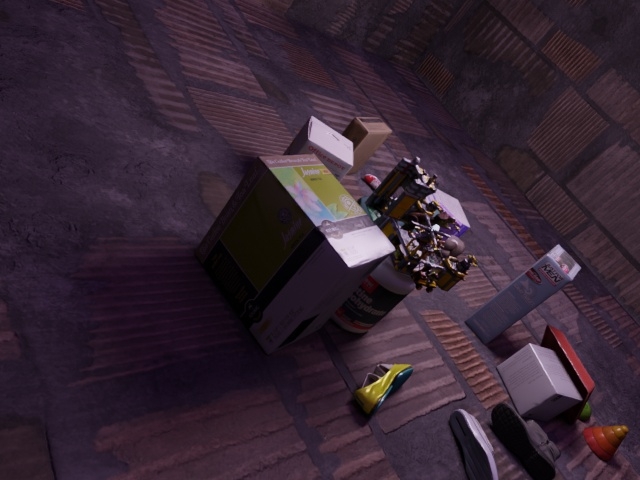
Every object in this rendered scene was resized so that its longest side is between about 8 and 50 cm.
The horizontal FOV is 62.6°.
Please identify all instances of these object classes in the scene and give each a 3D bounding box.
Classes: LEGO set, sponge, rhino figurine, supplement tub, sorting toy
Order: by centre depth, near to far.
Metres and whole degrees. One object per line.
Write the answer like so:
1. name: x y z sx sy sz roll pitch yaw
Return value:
1. LEGO set: 0.271 -0.053 1.300 0.254 0.192 0.332 23 36 -26
2. supplement tub: 0.141 0.103 1.417 0.191 0.272 0.191 27 34 -20
3. sorting toy: 0.954 0.570 1.852 0.127 0.126 0.366 19 38 -31
4. sponge: 0.407 -0.030 1.930 0.117 0.210 0.031 44 33 7
5. rhino figurine: 0.458 -0.012 2.061 0.243 0.106 0.073 39 31 -4

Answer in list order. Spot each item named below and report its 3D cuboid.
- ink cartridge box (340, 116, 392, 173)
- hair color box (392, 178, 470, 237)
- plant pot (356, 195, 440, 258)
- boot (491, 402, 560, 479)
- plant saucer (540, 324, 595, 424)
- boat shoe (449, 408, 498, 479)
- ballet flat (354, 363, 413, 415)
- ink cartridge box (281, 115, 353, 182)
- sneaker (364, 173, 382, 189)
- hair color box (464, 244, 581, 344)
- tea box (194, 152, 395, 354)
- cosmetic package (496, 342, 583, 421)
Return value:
1. ink cartridge box: 0.137 -0.362 2.029 0.088 0.235 0.193 50 32 14
2. hair color box: 0.457 -0.144 2.226 0.338 0.110 0.185 24 36 -28
3. plant pot: 0.194 -0.007 1.618 0.235 0.293 0.293 22 34 -4
4. boot: 0.597 0.564 1.538 0.247 0.083 0.161 54 26 11
5. plant saucer: 0.829 0.449 1.780 0.047 0.259 0.259 -15 48 -1
6. boat shoe: 0.410 0.536 1.348 0.075 0.083 0.226 20 36 -28
7. ballet flat: 0.157 0.353 1.322 0.077 0.077 0.231 34 30 22
8. ink cartridge box: -0.027 -0.240 1.701 0.171 0.233 0.168 28 33 -19
9. sneaker: 0.224 -0.218 2.129 0.118 0.042 0.067 36 28 -13
10. hair color box: 0.689 0.187 1.803 0.114 0.374 0.185 50 33 15
11. tea box: -0.069 0.023 1.235 0.324 0.329 0.220 51 33 16
12. cosmetic package: 0.701 0.458 1.694 0.151 0.151 0.184 19 38 -32
